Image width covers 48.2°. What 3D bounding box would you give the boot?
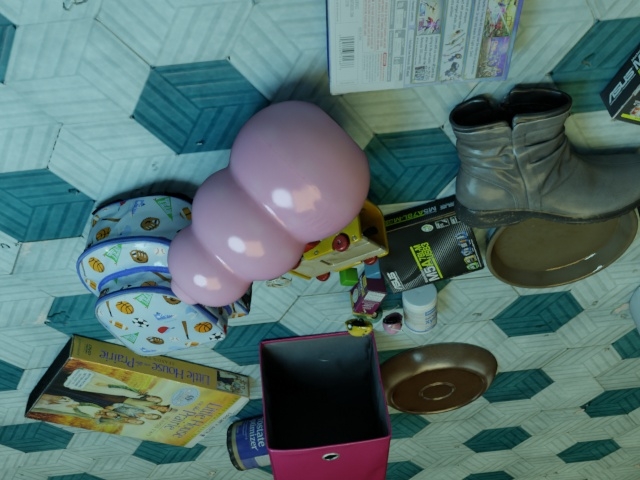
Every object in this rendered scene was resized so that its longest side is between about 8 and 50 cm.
[{"bbox_3d":[0.370,-0.134,1.107,0.338,0.118,0.223,-11,136,-2],"label":"boot"}]

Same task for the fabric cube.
[{"bbox_3d":[0.008,0.380,1.565,0.254,0.259,0.258,-5,141,-3],"label":"fabric cube"}]

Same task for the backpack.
[{"bbox_3d":[-0.266,0.055,1.184,0.276,0.213,0.263,-19,129,19],"label":"backpack"}]

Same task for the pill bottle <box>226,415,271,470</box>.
[{"bbox_3d":[-0.115,0.497,1.799,0.219,0.123,0.123,-16,140,11],"label":"pill bottle"}]

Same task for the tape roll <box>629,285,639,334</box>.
[{"bbox_3d":[0.814,0.144,1.514,0.286,0.100,0.286,-4,140,-3],"label":"tape roll"}]

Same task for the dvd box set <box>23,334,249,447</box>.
[{"bbox_3d":[-0.417,0.359,1.637,0.420,0.062,0.307,21,134,-29],"label":"dvd box set"}]

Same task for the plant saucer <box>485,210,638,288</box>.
[{"bbox_3d":[0.441,-0.005,1.326,0.277,0.041,0.278,-4,142,-3],"label":"plant saucer"}]

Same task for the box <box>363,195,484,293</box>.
[{"bbox_3d":[0.190,0.012,1.308,0.184,0.045,0.191,-18,139,12],"label":"box"}]

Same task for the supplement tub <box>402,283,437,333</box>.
[{"bbox_3d":[0.200,0.134,1.439,0.071,0.071,0.107,-9,142,3],"label":"supplement tub"}]

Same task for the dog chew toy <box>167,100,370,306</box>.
[{"bbox_3d":[-0.087,-0.038,1.023,0.332,0.206,0.206,-46,132,3],"label":"dog chew toy"}]

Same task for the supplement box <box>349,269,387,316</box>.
[{"bbox_3d":[0.092,0.103,1.399,0.043,0.055,0.083,9,138,-18],"label":"supplement box"}]

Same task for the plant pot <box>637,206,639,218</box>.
[{"bbox_3d":[0.643,-0.054,1.193,0.187,0.188,0.167,8,150,-17],"label":"plant pot"}]

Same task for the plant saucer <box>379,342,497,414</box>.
[{"bbox_3d":[0.279,0.347,1.731,0.310,0.050,0.311,-5,141,-4],"label":"plant saucer"}]

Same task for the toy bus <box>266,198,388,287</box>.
[{"bbox_3d":[0.013,-0.002,1.206,0.202,0.104,0.191,-1,156,-10],"label":"toy bus"}]

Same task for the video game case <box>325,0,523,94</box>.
[{"bbox_3d":[0.128,-0.312,0.889,0.244,0.061,0.269,-4,141,-1],"label":"video game case"}]

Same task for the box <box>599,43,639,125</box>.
[{"bbox_3d":[0.585,-0.246,1.035,0.270,0.060,0.216,8,139,-17],"label":"box"}]

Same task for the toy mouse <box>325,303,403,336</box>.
[{"bbox_3d":[0.117,0.162,1.437,0.161,0.143,0.031,8,109,38],"label":"toy mouse"}]
